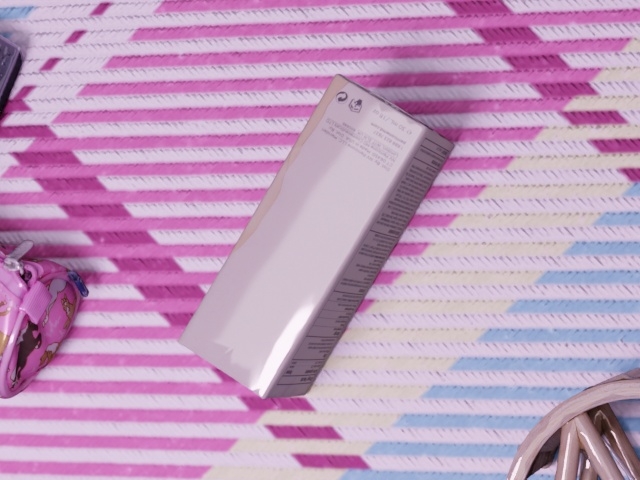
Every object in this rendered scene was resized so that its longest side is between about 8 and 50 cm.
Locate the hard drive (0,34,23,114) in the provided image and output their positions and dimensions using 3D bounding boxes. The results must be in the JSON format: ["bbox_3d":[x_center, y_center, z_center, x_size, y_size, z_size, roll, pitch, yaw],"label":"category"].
[{"bbox_3d":[-0.460,-0.186,1.905,0.255,0.054,0.172,23,93,14],"label":"hard drive"}]

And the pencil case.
[{"bbox_3d":[-0.445,0.013,1.838,0.386,0.160,0.167,29,95,15],"label":"pencil case"}]

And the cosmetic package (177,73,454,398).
[{"bbox_3d":[0.000,0.000,1.728,0.113,0.160,0.309,33,94,14],"label":"cosmetic package"}]

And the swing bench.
[{"bbox_3d":[0.268,0.253,1.598,0.165,0.253,0.254,-12,84,13],"label":"swing bench"}]
